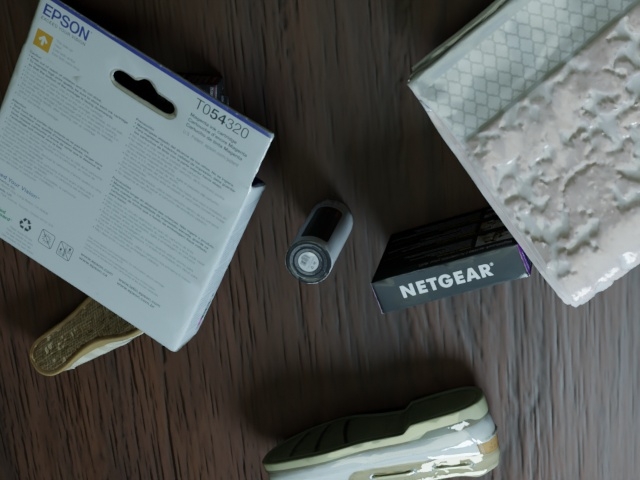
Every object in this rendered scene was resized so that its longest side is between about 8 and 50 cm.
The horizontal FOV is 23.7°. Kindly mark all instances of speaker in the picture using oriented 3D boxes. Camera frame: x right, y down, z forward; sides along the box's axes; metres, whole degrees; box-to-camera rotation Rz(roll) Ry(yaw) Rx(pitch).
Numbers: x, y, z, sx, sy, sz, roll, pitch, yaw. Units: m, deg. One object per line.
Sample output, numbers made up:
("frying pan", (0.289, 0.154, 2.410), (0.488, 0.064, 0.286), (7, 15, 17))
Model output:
("speaker", (0.000, 0.000, 1.776), (0.055, 0.136, 0.055), (5, 112, 11))

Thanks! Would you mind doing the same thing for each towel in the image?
("towel", (0.299, -0.147, 1.604), (0.332, 0.053, 0.317), (-39, 85, 18))

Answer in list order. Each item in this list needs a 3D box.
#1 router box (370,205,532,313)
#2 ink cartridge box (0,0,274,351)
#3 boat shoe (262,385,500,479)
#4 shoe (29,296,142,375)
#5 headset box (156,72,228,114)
("router box", (0.156, 0.016, 1.747), (0.179, 0.133, 0.046), (-16, 111, 21))
("ink cartridge box", (-0.234, -0.083, 1.802), (0.324, 0.071, 0.330), (33, 119, 9))
("boat shoe", (0.076, 0.274, 1.908), (0.302, 0.113, 0.103), (-16, 106, 19))
("shoe", (-0.275, 0.102, 1.946), (0.219, 0.058, 0.077), (-28, 86, 20))
("headset box", (-0.149, -0.161, 1.790), (0.083, 0.032, 0.062), (5, 118, 10))
